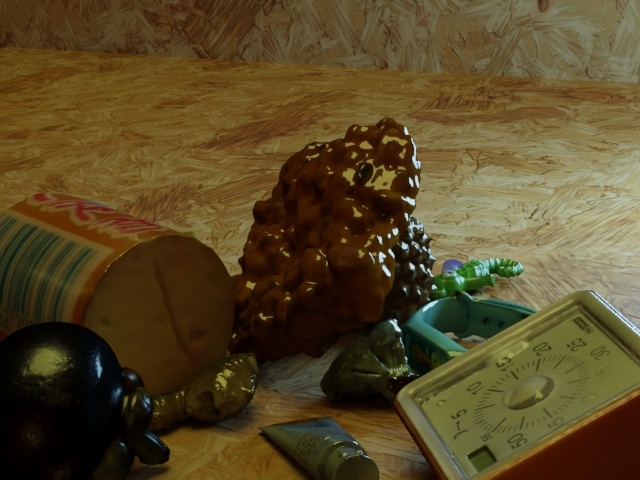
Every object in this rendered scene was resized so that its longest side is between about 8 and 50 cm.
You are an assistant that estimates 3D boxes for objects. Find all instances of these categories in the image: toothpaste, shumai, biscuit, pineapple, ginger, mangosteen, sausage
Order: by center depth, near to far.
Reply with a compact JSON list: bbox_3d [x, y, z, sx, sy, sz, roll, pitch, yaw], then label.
[{"bbox_3d":[-0.266,0.191,1.637,0.230,0.194,0.194,22,15,-8],"label":"mangosteen"},{"bbox_3d":[0.002,0.226,1.669,0.089,0.057,0.234,-6,11,-16],"label":"toothpaste"},{"bbox_3d":[-0.137,0.188,1.790,0.165,0.067,0.096,-28,27,-26],"label":"ginger"},{"bbox_3d":[0.069,0.163,1.825,0.087,0.124,0.099,48,16,17],"label":"shumai"},{"bbox_3d":[-0.280,0.074,1.899,0.233,0.233,0.287,-17,21,-37],"label":"sausage"},{"bbox_3d":[0.000,0.000,1.927,0.110,0.312,0.318,30,-33,-21],"label":"biscuit"},{"bbox_3d":[0.081,0.016,2.079,0.166,0.193,0.166,-3,15,1],"label":"pineapple"}]

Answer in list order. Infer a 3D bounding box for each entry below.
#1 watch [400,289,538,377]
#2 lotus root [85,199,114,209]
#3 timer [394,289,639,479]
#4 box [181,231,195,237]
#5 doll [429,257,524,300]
[{"bbox_3d":[0.206,0.128,1.911,0.195,0.068,0.237,-11,20,-27],"label":"watch"},{"bbox_3d":[-0.361,-0.019,2.460,0.165,0.088,0.088,16,24,23],"label":"lotus root"},{"bbox_3d":[0.222,0.188,1.583,0.250,0.161,0.257,-15,20,-7],"label":"timer"},{"bbox_3d":[-0.265,0.037,2.283,0.153,0.041,0.279,-6,13,-3],"label":"box"},{"bbox_3d":[0.216,0.053,2.181,0.115,0.050,0.190,7,18,40],"label":"doll"}]
